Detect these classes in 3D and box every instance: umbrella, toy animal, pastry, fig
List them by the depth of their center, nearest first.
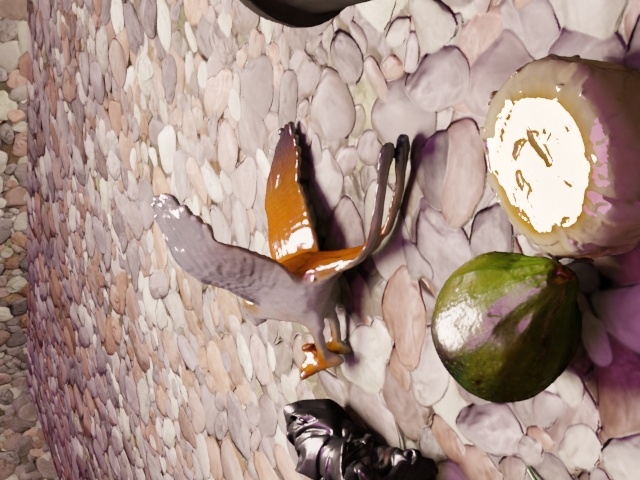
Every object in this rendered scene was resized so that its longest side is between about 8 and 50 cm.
[{"bbox_3d":[0.188,-0.060,0.621,0.166,0.088,0.166,29,123,56],"label":"pastry"},{"bbox_3d":[0.159,0.057,0.675,0.123,0.123,0.156,63,144,27],"label":"fig"},{"bbox_3d":[0.003,0.021,0.982,0.284,0.225,0.302,6,119,39],"label":"toy animal"},{"bbox_3d":[0.030,0.260,0.990,0.110,0.122,0.272,-57,25,-12],"label":"umbrella"}]

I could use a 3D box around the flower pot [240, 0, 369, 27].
[{"bbox_3d":[0.045,-0.299,0.677,0.166,0.269,0.269,17,116,32],"label":"flower pot"}]

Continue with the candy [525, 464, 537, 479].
[{"bbox_3d":[0.212,0.250,0.742,0.123,0.035,0.035,60,140,44],"label":"candy"}]
